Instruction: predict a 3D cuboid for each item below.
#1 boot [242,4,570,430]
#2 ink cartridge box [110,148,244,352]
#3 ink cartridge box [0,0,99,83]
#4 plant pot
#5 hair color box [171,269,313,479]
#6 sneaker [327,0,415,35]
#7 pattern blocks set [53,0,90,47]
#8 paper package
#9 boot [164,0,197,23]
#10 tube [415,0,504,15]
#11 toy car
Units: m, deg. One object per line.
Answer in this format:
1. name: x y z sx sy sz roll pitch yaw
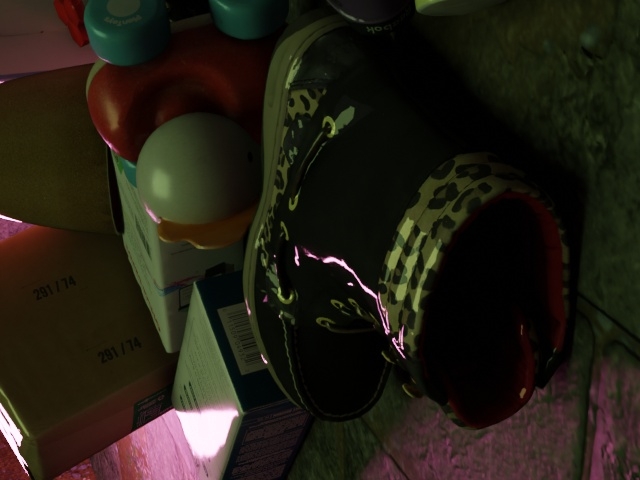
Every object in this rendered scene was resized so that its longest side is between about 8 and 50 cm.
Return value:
1. boot: 0.054 0.043 0.858 0.284 0.138 0.377 -130 38 -51
2. ink cartridge box: -0.181 -0.023 1.443 0.278 0.117 0.201 93 155 -50
3. ink cartridge box: -0.461 -0.255 1.854 0.395 0.270 0.151 139 121 -68
4. plant pot: -0.401 -0.123 1.530 0.237 0.254 0.237 179 90 -85
5. hair color box: -0.099 0.191 1.404 0.347 0.105 0.174 111 141 -57
6. sneaker: -0.002 -0.256 0.855 0.124 0.107 0.283 64 -173 -46
7. pattern blocks set: -0.262 -0.262 1.552 0.325 0.026 0.285 55 156 8
8. paper package: -0.340 0.129 1.615 0.309 0.325 0.168 51 152 19
9. boot: -0.203 -0.320 1.305 0.263 0.091 0.229 37 -149 -67
10. tube: 0.075 -0.265 0.710 0.070 0.062 0.240 -8 90 32
11. toy car: -0.091 -0.084 1.019 0.219 0.210 0.238 88 165 -54
